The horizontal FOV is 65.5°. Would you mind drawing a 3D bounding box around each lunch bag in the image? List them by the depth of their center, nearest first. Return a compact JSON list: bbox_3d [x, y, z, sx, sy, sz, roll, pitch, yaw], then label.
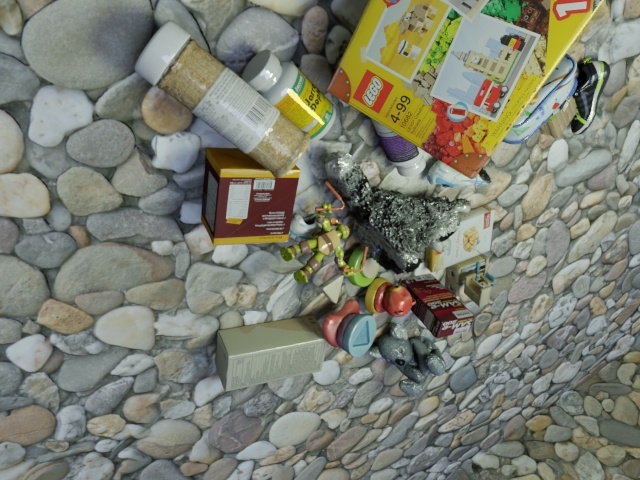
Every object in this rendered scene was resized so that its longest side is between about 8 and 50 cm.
[{"bbox_3d":[0.458,-0.390,1.217,0.243,0.303,0.115,-47,149,5],"label":"lunch bag"}]

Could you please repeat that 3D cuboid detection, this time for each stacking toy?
[{"bbox_3d":[0.147,0.181,1.483,0.309,0.131,0.279,-41,131,-31],"label":"stacking toy"}]

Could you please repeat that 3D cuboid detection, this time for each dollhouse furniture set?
[{"bbox_3d":[0.535,0.145,1.696,0.130,0.183,0.128,-19,128,-17],"label":"dollhouse furniture set"}]

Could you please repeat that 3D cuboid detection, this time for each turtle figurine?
[{"bbox_3d":[0.000,0.000,1.300,0.217,0.087,0.269,-34,115,-28],"label":"turtle figurine"}]

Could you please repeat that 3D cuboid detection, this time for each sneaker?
[{"bbox_3d":[-0.002,-0.026,1.374,0.191,0.071,0.082,16,107,-35],"label":"sneaker"},{"bbox_3d":[0.414,-0.194,1.484,0.238,0.085,0.086,2,146,-33],"label":"sneaker"},{"bbox_3d":[0.796,-0.443,1.530,0.097,0.084,0.234,3,121,-3],"label":"sneaker"}]

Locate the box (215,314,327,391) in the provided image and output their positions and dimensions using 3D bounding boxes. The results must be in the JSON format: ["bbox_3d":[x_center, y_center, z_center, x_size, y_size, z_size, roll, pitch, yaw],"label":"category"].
[{"bbox_3d":[-0.149,0.334,1.499,0.312,0.121,0.147,-4,123,-26],"label":"box"}]

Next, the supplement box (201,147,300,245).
[{"bbox_3d":[-0.171,-0.105,1.188,0.192,0.129,0.194,-3,122,-27],"label":"supplement box"}]

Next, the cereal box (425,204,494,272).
[{"bbox_3d":[0.460,-0.005,1.645,0.240,0.047,0.172,-19,128,-16],"label":"cereal box"}]

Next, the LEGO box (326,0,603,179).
[{"bbox_3d":[0.301,-0.441,0.993,0.499,0.373,0.193,-61,172,31],"label":"LEGO box"}]

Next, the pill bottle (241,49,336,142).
[{"bbox_3d":[-0.070,-0.319,1.107,0.117,0.117,0.208,-48,129,8],"label":"pill bottle"}]

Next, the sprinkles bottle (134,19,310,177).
[{"bbox_3d":[-0.189,-0.275,1.006,0.356,0.121,0.121,36,100,-21],"label":"sprinkles bottle"}]

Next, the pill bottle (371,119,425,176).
[{"bbox_3d":[0.212,-0.264,1.301,0.108,0.108,0.193,-34,130,-4],"label":"pill bottle"}]

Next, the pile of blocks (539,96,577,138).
[{"bbox_3d":[0.594,-0.405,1.420,0.363,0.113,0.148,8,104,-40],"label":"pile of blocks"}]

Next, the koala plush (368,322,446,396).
[{"bbox_3d":[0.293,0.399,1.769,0.221,0.203,0.196,30,117,-17],"label":"koala plush"}]

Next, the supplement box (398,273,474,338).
[{"bbox_3d":[0.366,0.206,1.610,0.131,0.239,0.073,-7,123,-25],"label":"supplement box"}]

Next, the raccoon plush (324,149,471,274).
[{"bbox_3d":[0.239,-0.116,1.348,0.299,0.216,0.446,-43,132,-17],"label":"raccoon plush"}]

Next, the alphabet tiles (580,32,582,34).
[{"bbox_3d":[0.401,-0.542,1.096,0.011,0.343,0.284,-49,141,-37],"label":"alphabet tiles"}]
